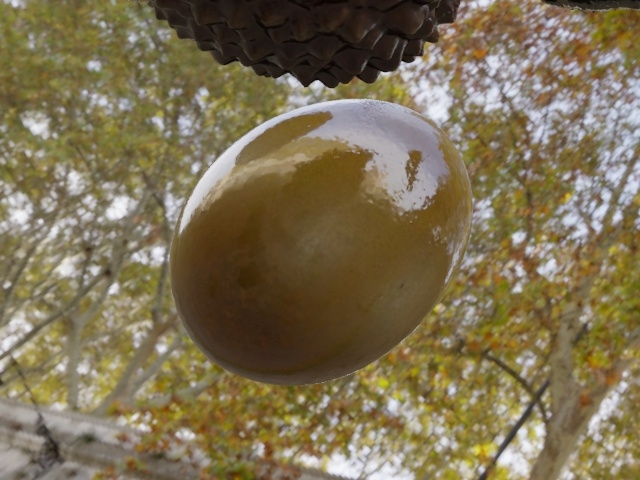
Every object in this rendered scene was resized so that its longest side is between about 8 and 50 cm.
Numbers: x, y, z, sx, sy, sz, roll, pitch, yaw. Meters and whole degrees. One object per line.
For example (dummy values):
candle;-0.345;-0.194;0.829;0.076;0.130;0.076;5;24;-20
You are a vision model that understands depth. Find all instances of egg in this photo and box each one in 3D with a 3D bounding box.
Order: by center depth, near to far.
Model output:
egg;0.000;0.000;1.060;0.351;0.282;0.283;-38;-88;10

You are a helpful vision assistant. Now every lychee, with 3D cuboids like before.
lychee;-0.019;-0.271;0.729;0.330;0.306;0.306;28;-44;46

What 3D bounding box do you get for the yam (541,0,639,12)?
yam;0.292;-0.220;0.845;0.253;0.061;0.061;26;-44;53
